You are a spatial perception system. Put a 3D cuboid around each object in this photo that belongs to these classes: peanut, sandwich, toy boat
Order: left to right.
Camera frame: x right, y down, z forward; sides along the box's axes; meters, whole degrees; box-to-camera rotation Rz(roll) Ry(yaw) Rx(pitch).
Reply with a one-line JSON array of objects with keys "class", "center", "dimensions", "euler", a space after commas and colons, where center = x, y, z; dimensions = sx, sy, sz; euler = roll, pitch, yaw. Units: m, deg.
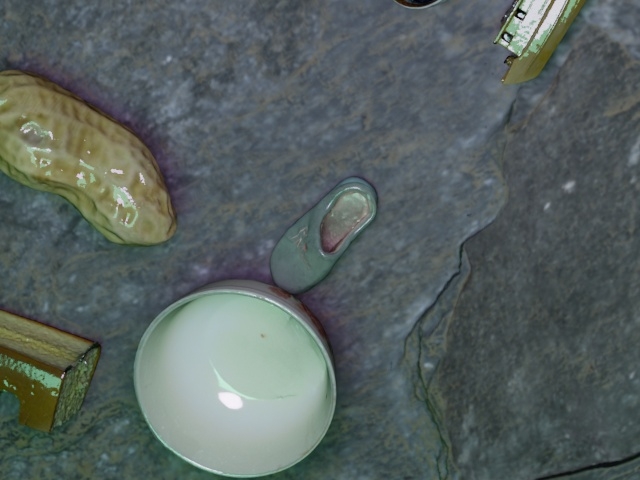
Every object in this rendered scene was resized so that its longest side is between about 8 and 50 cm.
[{"class": "sandwich", "center": [-0.446, 0.170, 2.016], "dimensions": [0.235, 0.122, 0.128], "euler": [21, 109, 5]}, {"class": "peanut", "center": [-0.322, -0.106, 1.871], "dimensions": [0.325, 0.153, 0.140], "euler": [37, 117, 2]}, {"class": "toy boat", "center": [0.273, -0.283, 1.750], "dimensions": [0.077, 0.057, 0.200], "euler": [33, 112, 4]}]

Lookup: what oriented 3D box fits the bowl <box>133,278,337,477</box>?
[{"class": "bowl", "center": [-0.104, 0.168, 1.938], "dimensions": [0.277, 0.145, 0.277], "euler": [4, 112, 10]}]

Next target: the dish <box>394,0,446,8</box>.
[{"class": "dish", "center": [0.147, -0.348, 1.745], "dimensions": [0.141, 0.078, 0.141], "euler": [-2, 87, 42]}]

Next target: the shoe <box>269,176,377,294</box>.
[{"class": "shoe", "center": [0.000, 0.000, 1.893], "dimensions": [0.079, 0.078, 0.195], "euler": [41, 108, -7]}]
